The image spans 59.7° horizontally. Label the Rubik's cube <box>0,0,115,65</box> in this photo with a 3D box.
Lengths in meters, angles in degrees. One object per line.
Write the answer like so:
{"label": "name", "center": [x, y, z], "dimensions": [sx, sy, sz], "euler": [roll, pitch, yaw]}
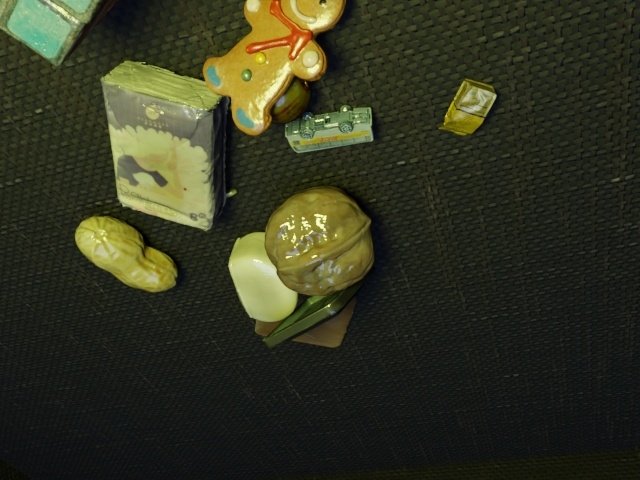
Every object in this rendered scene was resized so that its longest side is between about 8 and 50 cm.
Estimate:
{"label": "Rubik's cube", "center": [-0.411, -0.511, 0.825], "dimensions": [0.301, 0.303, 0.305], "euler": [33, 127, -26]}

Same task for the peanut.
{"label": "peanut", "center": [-0.514, 0.044, 1.499], "dimensions": [0.147, 0.147, 0.305], "euler": [-21, 133, 23]}

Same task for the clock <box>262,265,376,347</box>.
{"label": "clock", "center": [0.005, 0.175, 1.479], "dimensions": [0.273, 0.279, 0.049], "euler": [-33, 93, 34]}

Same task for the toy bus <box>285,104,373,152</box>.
{"label": "toy bus", "center": [0.022, -0.244, 1.224], "dimensions": [0.191, 0.064, 0.075], "euler": [-8, 145, 13]}

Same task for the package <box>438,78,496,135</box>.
{"label": "package", "center": [0.309, -0.271, 1.179], "dimensions": [0.071, 0.047, 0.131], "euler": [14, 132, -13]}

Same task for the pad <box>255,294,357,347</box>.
{"label": "pad", "center": [-0.050, 0.230, 1.725], "dimensions": [0.287, 0.018, 0.284], "euler": [10, 135, -5]}

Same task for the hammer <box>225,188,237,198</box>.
{"label": "hammer", "center": [-0.269, -0.175, 1.339], "dimensions": [0.060, 0.028, 0.195], "euler": [-17, 130, 13]}

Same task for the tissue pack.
{"label": "tissue pack", "center": [-0.333, -0.197, 1.233], "dimensions": [0.242, 0.125, 0.343], "euler": [16, 136, 5]}

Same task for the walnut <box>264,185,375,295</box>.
{"label": "walnut", "center": [0.001, 0.003, 1.348], "dimensions": [0.273, 0.273, 0.227], "euler": [-6, 171, 10]}

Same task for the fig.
{"label": "fig", "center": [-0.134, -0.296, 1.154], "dimensions": [0.236, 0.124, 0.124], "euler": [-4, 135, 23]}

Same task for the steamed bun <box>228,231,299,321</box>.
{"label": "steamed bun", "center": [-0.135, 0.099, 1.509], "dimensions": [0.164, 0.146, 0.241], "euler": [-4, 129, 12]}

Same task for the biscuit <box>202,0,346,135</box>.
{"label": "biscuit", "center": [-0.082, -0.368, 1.036], "dimensions": [0.324, 0.049, 0.205], "euler": [-40, 83, 16]}
